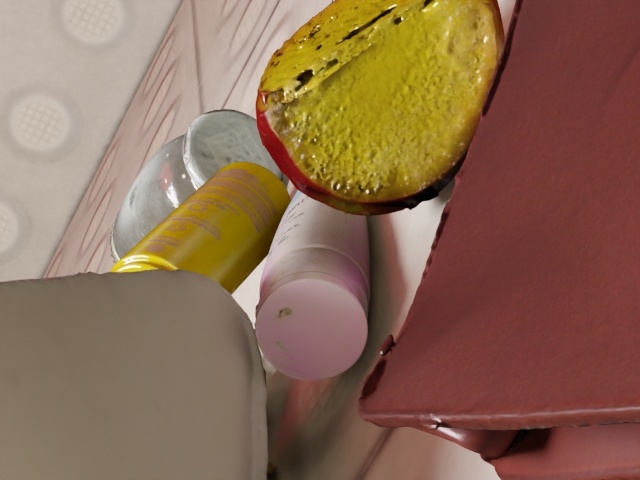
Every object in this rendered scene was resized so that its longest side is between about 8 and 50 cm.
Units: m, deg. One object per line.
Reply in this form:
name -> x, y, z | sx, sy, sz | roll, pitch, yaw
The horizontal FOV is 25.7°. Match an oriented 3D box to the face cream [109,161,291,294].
face cream -> -0.104, 0.026, 1.043 | 0.078, 0.078, 0.273 | -55, -3, 33

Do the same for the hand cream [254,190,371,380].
hand cream -> 0.000, 0.000, 0.969 | 0.111, 0.070, 0.312 | -61, 7, 21

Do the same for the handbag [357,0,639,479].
handbag -> 0.135, -0.037, 0.512 | 0.260, 0.084, 0.275 | -66, 15, -16

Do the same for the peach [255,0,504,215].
peach -> 0.039, -0.099, 0.831 | 0.172, 0.127, 0.092 | -56, 13, 16

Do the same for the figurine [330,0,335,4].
figurine -> 0.035, -0.183, 1.137 | 0.106, 0.047, 0.060 | -99, 28, -61

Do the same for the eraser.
eraser -> -0.147, 0.178, 0.736 | 0.150, 0.331, 0.331 | -27, 34, 30

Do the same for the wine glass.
wine glass -> -0.117, -0.036, 1.287 | 0.204, 0.111, 0.111 | -40, 29, 54

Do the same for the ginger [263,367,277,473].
ginger -> -0.100, 0.148, 0.957 | 0.157, 0.102, 0.216 | -46, 22, 32
